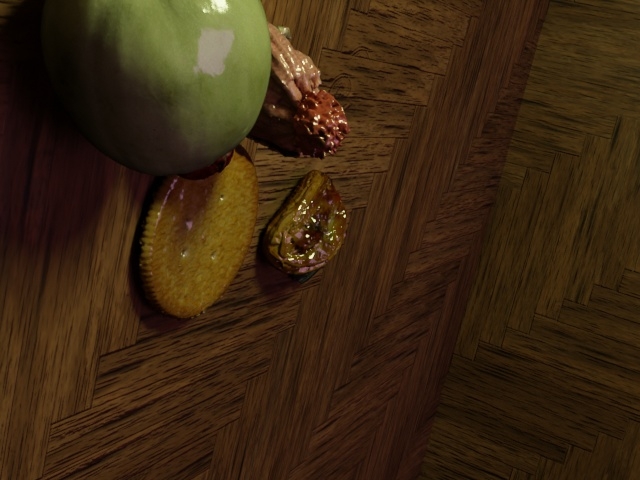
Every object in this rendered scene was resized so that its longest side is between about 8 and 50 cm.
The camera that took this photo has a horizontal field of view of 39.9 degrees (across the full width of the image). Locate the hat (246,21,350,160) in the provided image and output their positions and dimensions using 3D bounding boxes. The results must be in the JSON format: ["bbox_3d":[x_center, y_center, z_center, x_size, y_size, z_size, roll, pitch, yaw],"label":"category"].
[{"bbox_3d":[-0.064,-0.207,1.231,0.107,0.286,0.237,-38,144,-23],"label":"hat"}]

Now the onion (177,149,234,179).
[{"bbox_3d":[-0.178,-0.148,1.236,0.131,0.131,0.131,-47,147,-44],"label":"onion"}]

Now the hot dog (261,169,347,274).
[{"bbox_3d":[-0.023,-0.036,1.689,0.227,0.099,0.161,-63,141,-34],"label":"hot dog"}]

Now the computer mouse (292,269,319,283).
[{"bbox_3d":[0.000,0.000,1.814,0.192,0.062,0.106,-69,157,-9],"label":"computer mouse"}]

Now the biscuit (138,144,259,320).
[{"bbox_3d":[-0.191,-0.019,1.401,0.305,0.038,0.305,-44,143,-47],"label":"biscuit"}]

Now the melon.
[{"bbox_3d":[-0.183,-0.212,1.003,0.272,0.271,0.308,-55,-178,-34],"label":"melon"}]
